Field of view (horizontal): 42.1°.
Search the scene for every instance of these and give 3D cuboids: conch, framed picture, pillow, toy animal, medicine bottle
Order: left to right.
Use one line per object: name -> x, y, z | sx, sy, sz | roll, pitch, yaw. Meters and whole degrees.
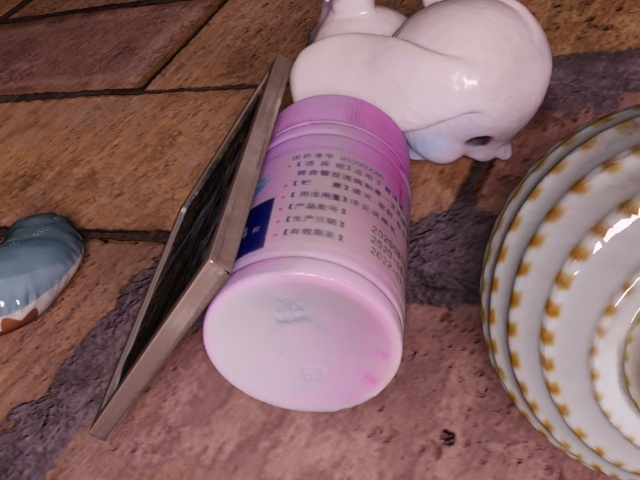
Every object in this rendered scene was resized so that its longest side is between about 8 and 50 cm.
pillow -> -0.369, 0.033, 0.892 | 0.234, 0.086, 0.214 | -14, 31, 5
framed picture -> -0.109, -0.007, 0.747 | 0.240, 0.020, 0.324 | -51, 18, 37
medicine bottle -> 0.000, 0.000, 0.705 | 0.152, 0.152, 0.254 | -9, 37, 14
toy animal -> 0.109, -0.192, 0.889 | 0.289, 0.174, 0.249 | 2, 42, 29
conch -> 0.258, 0.006, 0.540 | 0.303, 0.215, 0.319 | 2, 41, 10
